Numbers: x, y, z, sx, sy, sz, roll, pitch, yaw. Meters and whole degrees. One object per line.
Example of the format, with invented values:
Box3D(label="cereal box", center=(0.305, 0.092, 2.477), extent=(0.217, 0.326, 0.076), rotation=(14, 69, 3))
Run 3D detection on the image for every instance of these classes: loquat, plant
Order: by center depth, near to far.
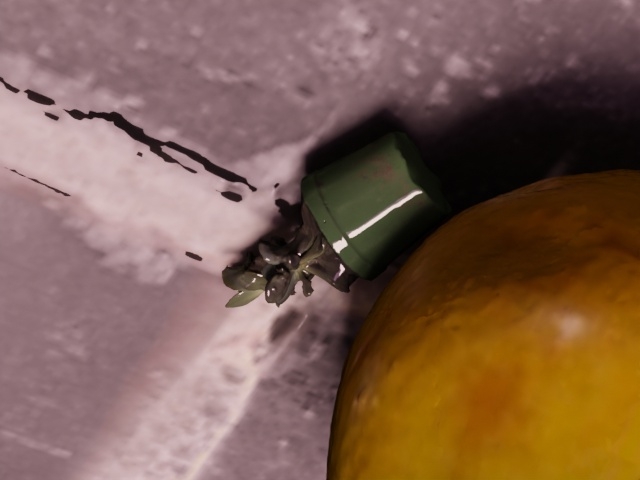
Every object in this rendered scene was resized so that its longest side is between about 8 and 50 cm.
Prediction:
Box3D(label="loquat", center=(0.110, 0.061, 0.682), extent=(0.213, 0.213, 0.246), rotation=(34, 80, -32))
Box3D(label="plant", center=(0.000, 0.000, 0.698), extent=(0.102, 0.051, 0.051), rotation=(-35, 126, 17))
